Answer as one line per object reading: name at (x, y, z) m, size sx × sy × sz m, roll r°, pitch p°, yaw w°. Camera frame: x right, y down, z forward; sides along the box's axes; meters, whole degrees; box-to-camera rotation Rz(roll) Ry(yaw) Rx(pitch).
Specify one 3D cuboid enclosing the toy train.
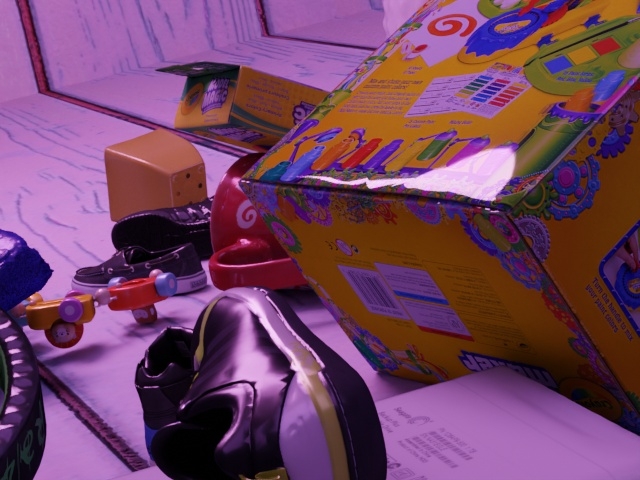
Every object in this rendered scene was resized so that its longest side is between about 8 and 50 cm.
toy train at (-0.203, 0.061, 1.594) m, size 0.166 × 0.046 × 0.125 m, roll -6°, pitch 7°, yaw 25°

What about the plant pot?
plant pot at (-0.159, -0.059, 2.004) m, size 0.083 × 0.081 × 0.081 m, roll 16°, pitch 29°, yaw 41°

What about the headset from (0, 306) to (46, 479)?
headset at (-0.357, 0.110, 1.239) m, size 0.394 × 0.185 × 0.243 m, roll 18°, pitch 42°, yaw 21°

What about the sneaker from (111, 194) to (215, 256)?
sneaker at (-0.100, -0.015, 1.817) m, size 0.170 × 0.051 × 0.089 m, roll -5°, pitch 13°, yaw 10°

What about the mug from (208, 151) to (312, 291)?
mug at (0.005, 0.004, 1.550) m, size 0.169 × 0.113 × 0.150 m, roll 4°, pitch 55°, yaw 38°

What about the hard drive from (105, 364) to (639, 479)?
hard drive at (-0.023, 0.151, 1.005) m, size 0.353 × 0.047 × 0.233 m, roll -15°, pitch 13°, yaw -15°

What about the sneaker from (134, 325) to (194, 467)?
sneaker at (-0.067, 0.087, 1.239) m, size 0.058 × 0.084 × 0.152 m, roll -5°, pitch 14°, yaw 29°

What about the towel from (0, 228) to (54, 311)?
towel at (-0.374, 0.087, 1.488) m, size 0.308 × 0.076 × 0.228 m, roll -35°, pitch 26°, yaw -35°

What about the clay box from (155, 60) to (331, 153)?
clay box at (-0.021, -0.095, 1.613) m, size 0.222 × 0.053 × 0.127 m, roll 14°, pitch -5°, yaw -23°

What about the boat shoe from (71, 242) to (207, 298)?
boat shoe at (-0.158, 0.024, 1.710) m, size 0.142 × 0.040 × 0.049 m, roll -3°, pitch 15°, yaw 34°

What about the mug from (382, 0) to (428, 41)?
mug at (0.215, -0.213, 1.739) m, size 0.276 × 0.328 × 0.374 m, roll -2°, pitch 16°, yaw 38°

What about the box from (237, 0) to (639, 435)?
box at (0.157, -0.054, 1.225) m, size 0.279 × 0.177 × 0.290 m, roll -45°, pitch 25°, yaw -20°

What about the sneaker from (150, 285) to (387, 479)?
sneaker at (-0.048, 0.083, 1.027) m, size 0.097 × 0.084 × 0.235 m, roll -17°, pitch 13°, yaw -17°
